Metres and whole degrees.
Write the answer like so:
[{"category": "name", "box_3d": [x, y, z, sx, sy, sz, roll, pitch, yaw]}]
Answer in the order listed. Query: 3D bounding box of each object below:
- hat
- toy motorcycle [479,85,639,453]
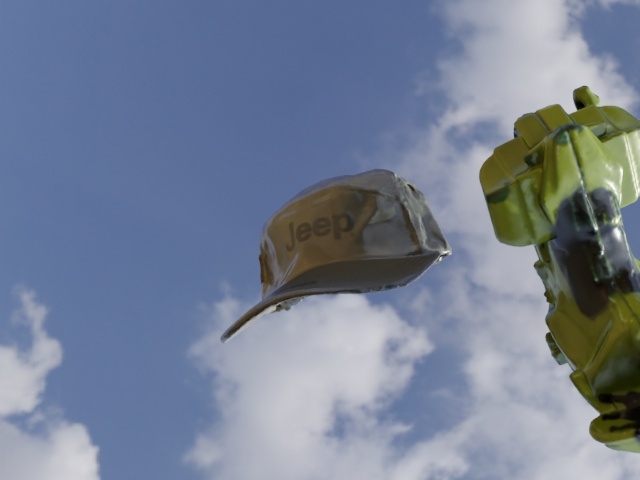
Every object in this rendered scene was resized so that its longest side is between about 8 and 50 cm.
[{"category": "hat", "box_3d": [0.000, 0.000, 0.905, 0.214, 0.245, 0.149, -19, -100, 16]}, {"category": "toy motorcycle", "box_3d": [0.244, 0.050, 0.803, 0.342, 0.142, 0.206, 66, -9, -17]}]
